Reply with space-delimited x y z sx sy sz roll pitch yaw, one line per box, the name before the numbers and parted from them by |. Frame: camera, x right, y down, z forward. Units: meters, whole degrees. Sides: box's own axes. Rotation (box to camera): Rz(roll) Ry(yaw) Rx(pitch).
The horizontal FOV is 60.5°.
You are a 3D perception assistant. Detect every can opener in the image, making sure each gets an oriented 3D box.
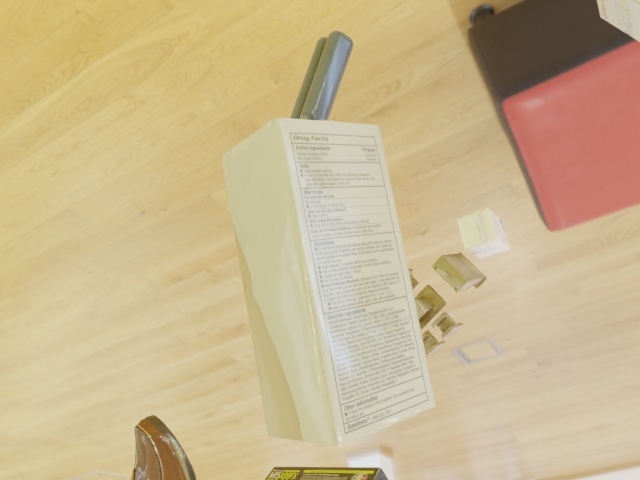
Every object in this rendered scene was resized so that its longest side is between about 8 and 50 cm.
can opener | -0.005 -0.191 0.876 0.093 0.280 0.074 18 174 -31

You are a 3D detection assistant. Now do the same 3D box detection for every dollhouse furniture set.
dollhouse furniture set | 0.321 0.157 1.525 0.242 0.212 0.161 -52 155 23

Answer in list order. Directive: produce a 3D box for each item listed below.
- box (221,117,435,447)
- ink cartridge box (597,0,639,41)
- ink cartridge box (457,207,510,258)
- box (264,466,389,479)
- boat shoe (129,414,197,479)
box | 0.005 0.038 0.585 0.148 0.311 0.121 -4 171 -38
ink cartridge box | 0.602 -0.438 0.973 0.127 0.176 0.128 -45 147 14
ink cartridge box | 0.430 -0.019 1.457 0.090 0.092 0.143 -22 155 28
box | -0.032 0.484 0.926 0.270 0.216 0.060 -19 106 39
boat shoe | -0.297 0.478 0.997 0.120 0.122 0.324 -22 117 -40
